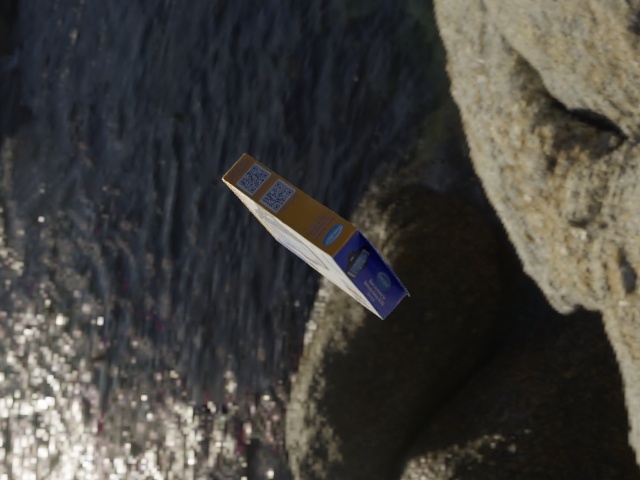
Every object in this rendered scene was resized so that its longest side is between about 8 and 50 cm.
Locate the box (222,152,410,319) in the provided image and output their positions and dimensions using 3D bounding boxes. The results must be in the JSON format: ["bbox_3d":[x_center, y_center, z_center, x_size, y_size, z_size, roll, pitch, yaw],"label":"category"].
[{"bbox_3d":[0.000,0.000,0.682,0.028,0.081,0.136,-47,48,-6],"label":"box"}]
